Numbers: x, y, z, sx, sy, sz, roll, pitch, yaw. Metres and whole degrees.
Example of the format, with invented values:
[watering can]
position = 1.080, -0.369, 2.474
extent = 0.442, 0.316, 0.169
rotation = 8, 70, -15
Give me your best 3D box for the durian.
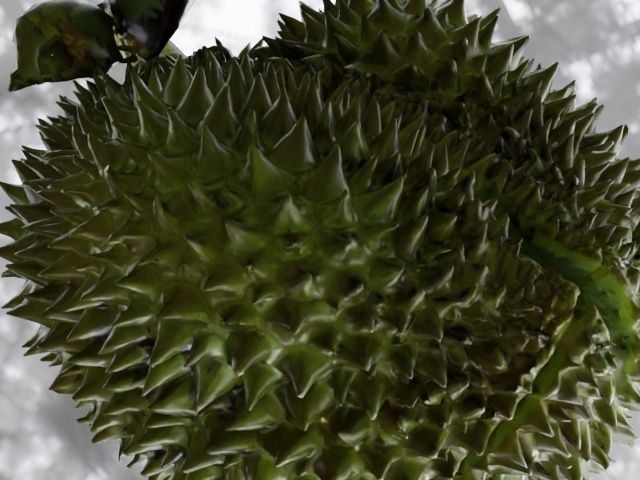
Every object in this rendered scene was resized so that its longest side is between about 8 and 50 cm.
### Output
[durian]
position = 0.000, 0.013, 0.532
extent = 0.198, 0.146, 0.159
rotation = 13, -142, 1
